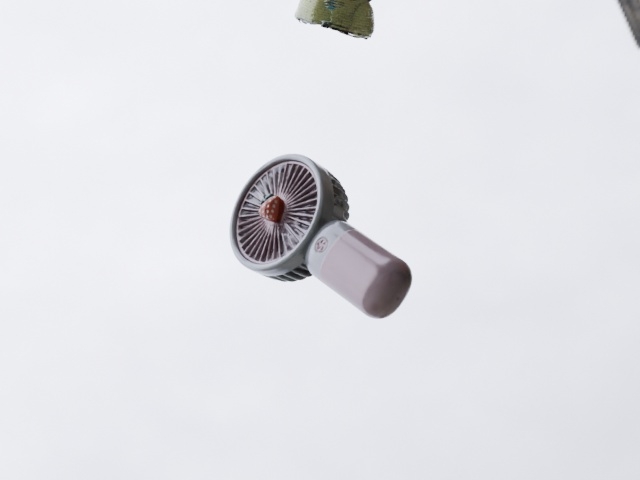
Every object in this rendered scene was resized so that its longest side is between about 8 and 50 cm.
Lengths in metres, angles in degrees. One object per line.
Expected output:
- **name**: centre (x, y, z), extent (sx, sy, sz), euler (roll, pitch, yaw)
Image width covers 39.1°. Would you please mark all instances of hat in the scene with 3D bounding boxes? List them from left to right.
- **hat**: centre (0.018, -0.241, 0.922), extent (0.076, 0.077, 0.059), euler (-8, -61, -50)

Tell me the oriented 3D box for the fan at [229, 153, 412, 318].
- **fan**: centre (0.000, 0.000, 0.895), extent (0.074, 0.244, 0.130), euler (30, -87, -44)
